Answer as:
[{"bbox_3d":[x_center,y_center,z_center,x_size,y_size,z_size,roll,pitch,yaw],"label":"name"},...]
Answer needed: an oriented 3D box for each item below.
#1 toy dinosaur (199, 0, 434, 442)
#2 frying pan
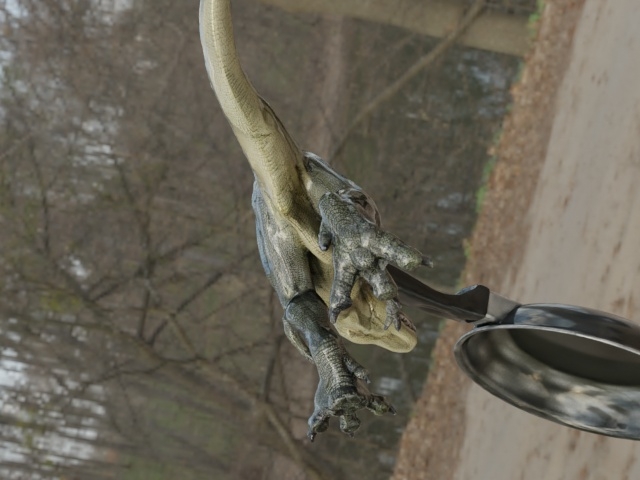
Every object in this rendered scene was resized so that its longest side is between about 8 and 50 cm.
[{"bbox_3d":[0.000,0.000,0.407,0.268,0.064,0.118,70,179,-50],"label":"toy dinosaur"},{"bbox_3d":[0.140,0.078,0.782,0.197,0.326,0.053,109,-177,-66],"label":"frying pan"}]
